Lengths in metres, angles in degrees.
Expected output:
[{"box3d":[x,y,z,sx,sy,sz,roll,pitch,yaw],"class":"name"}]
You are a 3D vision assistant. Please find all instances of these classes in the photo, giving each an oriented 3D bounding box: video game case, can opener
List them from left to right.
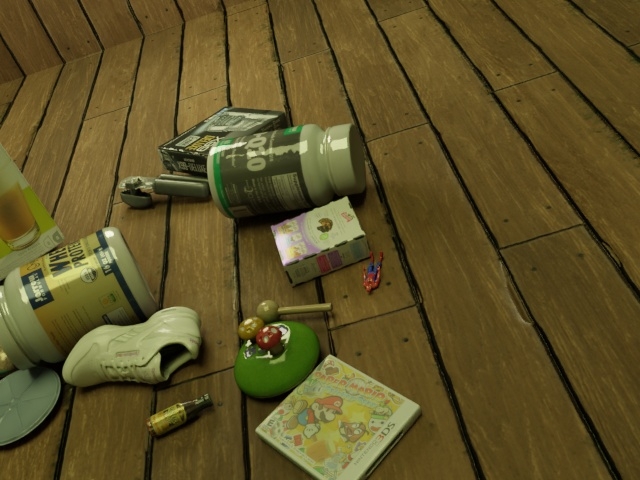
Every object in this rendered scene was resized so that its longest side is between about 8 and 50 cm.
[{"box3d":[-0.435,-0.137,1.981,0.283,0.095,0.076,6,29,15],"class":"can opener"},{"box3d":[0.029,0.320,1.240,0.226,0.026,0.206,22,54,42],"class":"video game case"}]

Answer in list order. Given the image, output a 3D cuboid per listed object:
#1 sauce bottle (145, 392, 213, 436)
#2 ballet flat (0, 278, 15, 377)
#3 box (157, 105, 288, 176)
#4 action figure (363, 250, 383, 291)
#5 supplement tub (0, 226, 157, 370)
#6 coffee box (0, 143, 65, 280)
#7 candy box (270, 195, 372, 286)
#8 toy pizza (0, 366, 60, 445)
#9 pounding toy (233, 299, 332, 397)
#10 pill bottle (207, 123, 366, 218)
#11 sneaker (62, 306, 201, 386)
[{"box3d":[-0.269,0.332,1.347,0.128,0.042,0.042,-27,38,-7],"class":"sauce bottle"},{"box3d":[-0.738,0.205,1.685,0.106,0.108,0.316,0,43,-7],"class":"ballet flat"},{"box3d":[-0.279,-0.290,2.043,0.242,0.077,0.307,12,39,35],"class":"box"},{"box3d":[0.111,0.068,1.508,0.038,0.030,0.115,-1,43,16],"class":"action figure"},{"box3d":[-0.550,0.130,1.558,0.316,0.228,0.228,-27,38,-13],"class":"supplement tub"},{"box3d":[-0.902,-0.058,1.787,0.337,0.335,0.338,-35,17,-19],"class":"coffee box"},{"box3d":[0.000,0.000,1.605,0.196,0.070,0.165,-21,37,0],"class":"candy box"},{"box3d":[-0.644,0.355,1.497,0.201,0.032,0.201,-12,40,10],"class":"toy pizza"},{"box3d":[-0.096,0.182,1.376,0.182,0.110,0.237,-9,37,27],"class":"pounding toy"},{"box3d":[-0.080,-0.176,1.747,0.360,0.204,0.204,-8,39,15],"class":"pill bottle"},{"box3d":[-0.391,0.239,1.454,0.304,0.114,0.152,-22,36,-2],"class":"sneaker"}]
